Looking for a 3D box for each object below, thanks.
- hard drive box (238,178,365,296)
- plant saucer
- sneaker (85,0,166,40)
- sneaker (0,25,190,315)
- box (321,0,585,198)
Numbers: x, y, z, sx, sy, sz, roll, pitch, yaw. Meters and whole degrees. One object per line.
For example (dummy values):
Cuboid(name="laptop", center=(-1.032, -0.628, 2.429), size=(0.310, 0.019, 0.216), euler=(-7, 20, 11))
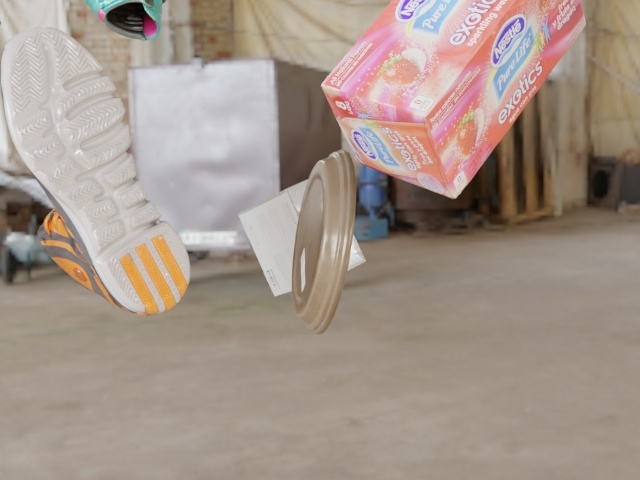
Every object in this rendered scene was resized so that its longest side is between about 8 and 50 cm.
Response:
Cuboid(name="hard drive box", center=(-0.040, -0.006, 2.033), size=(0.089, 0.181, 0.232), euler=(-26, 3, -28))
Cuboid(name="plant saucer", center=(0.000, 0.000, 1.632), size=(0.041, 0.278, 0.278), euler=(8, 5, -12))
Cuboid(name="sneaker", center=(-0.333, -0.502, 2.241), size=(0.295, 0.178, 0.124), euler=(-16, -28, -10))
Cuboid(name="sneaker", center=(-0.268, -0.060, 1.171), size=(0.124, 0.321, 0.180), euler=(-27, 11, -30))
Cuboid(name="box", center=(0.160, -0.218, 1.269), size=(0.154, 0.142, 0.300), euler=(24, 66, 36))
